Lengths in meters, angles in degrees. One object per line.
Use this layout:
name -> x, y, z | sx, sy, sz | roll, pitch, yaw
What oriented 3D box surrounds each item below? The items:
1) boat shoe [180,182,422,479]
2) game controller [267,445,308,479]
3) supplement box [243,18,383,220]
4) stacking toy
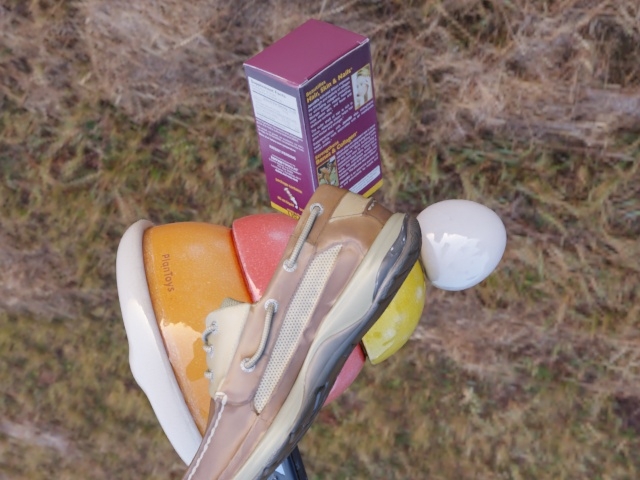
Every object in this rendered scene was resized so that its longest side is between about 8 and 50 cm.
boat shoe -> -0.040, 0.095, 0.788 | 0.120, 0.324, 0.122 | 33, 173, 9
game controller -> -0.113, 0.379, 1.832 | 0.166, 0.067, 0.319 | 1, 113, 46
supplement box -> -0.003, -0.117, 0.942 | 0.081, 0.104, 0.188 | 28, 144, 34
stacking toy -> 0.013, 0.075, 1.161 | 0.480, 0.350, 0.350 | -19, 142, 1
